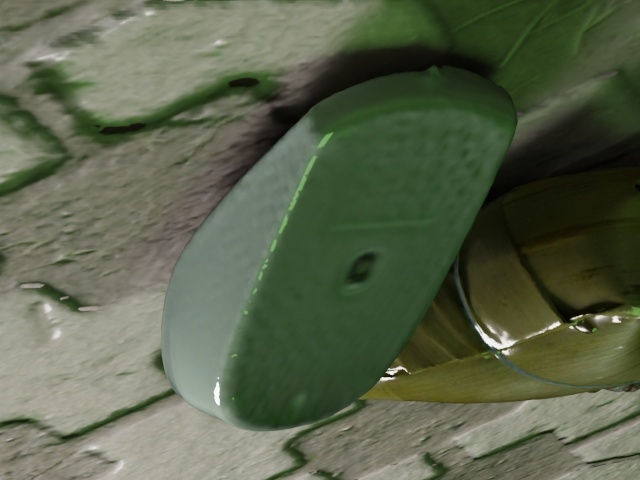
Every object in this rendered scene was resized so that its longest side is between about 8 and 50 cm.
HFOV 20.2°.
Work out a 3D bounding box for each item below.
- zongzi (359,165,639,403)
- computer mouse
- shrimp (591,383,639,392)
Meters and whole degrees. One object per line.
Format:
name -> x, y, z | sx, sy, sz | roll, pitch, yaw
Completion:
zongzi -> 0.113, 0.048, 1.004 | 0.256, 0.115, 0.228 | -26, 161, 28
computer mouse -> 0.000, 0.000, 0.852 | 0.128, 0.079, 0.231 | -4, 136, -40
shrimp -> 0.191, 0.091, 1.252 | 0.092, 0.029, 0.038 | -3, 152, -26
